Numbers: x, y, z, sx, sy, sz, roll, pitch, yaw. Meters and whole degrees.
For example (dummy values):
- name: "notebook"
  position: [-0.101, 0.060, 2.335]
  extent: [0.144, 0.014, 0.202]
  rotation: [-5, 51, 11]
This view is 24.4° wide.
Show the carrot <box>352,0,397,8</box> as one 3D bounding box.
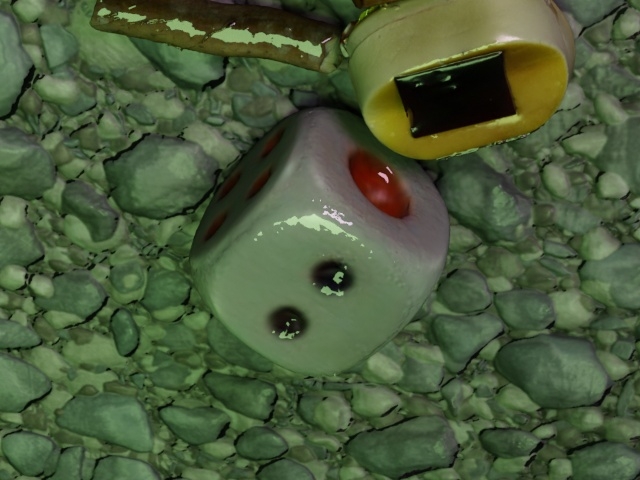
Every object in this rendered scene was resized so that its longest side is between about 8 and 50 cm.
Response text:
- name: "carrot"
  position: [0.119, -0.286, 1.250]
  extent: [0.225, 0.159, 0.159]
  rotation: [-7, 124, 0]

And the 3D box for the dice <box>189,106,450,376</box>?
- name: "dice"
  position: [0.000, 0.000, 1.436]
  extent: [0.194, 0.193, 0.192]
  rotation: [37, 121, -19]

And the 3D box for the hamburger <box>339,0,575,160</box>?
- name: "hamburger"
  position: [0.126, -0.163, 1.355]
  extent: [0.210, 0.116, 0.173]
  rotation: [-17, 132, 14]

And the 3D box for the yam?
- name: "yam"
  position: [-0.095, -0.200, 1.393]
  extent: [0.241, 0.057, 0.057]
  rotation: [11, 126, 1]
